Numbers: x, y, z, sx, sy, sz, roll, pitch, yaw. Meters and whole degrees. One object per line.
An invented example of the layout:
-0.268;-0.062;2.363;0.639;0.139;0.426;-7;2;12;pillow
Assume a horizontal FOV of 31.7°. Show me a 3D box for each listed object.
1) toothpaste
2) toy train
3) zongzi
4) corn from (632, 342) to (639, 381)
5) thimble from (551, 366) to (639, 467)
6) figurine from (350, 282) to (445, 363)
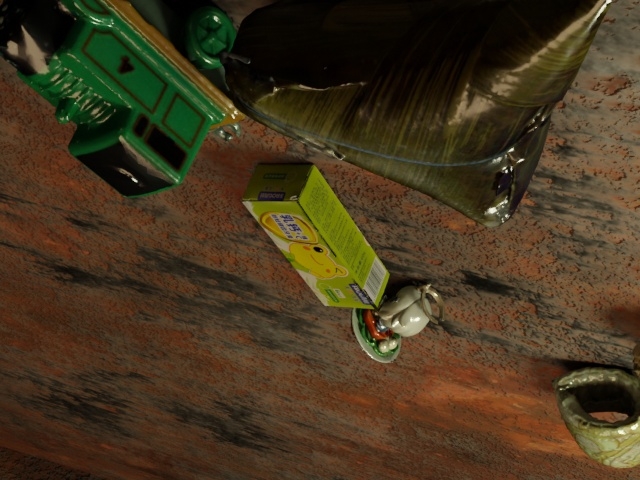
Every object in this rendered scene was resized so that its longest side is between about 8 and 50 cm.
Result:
0.000;0.000;1.843;0.110;0.077;0.327;3;147;33;toothpaste
-0.268;-0.228;1.443;0.178;0.249;0.429;-9;140;43;toy train
0.088;-0.220;1.245;0.403;0.208;0.432;21;158;3;zongzi
0.649;0.239;1.780;0.347;0.130;0.130;22;152;-10;corn
0.502;0.309;1.985;0.190;0.137;0.143;16;153;33;thimble
0.147;0.133;1.954;0.154;0.132;0.132;-28;127;37;figurine
